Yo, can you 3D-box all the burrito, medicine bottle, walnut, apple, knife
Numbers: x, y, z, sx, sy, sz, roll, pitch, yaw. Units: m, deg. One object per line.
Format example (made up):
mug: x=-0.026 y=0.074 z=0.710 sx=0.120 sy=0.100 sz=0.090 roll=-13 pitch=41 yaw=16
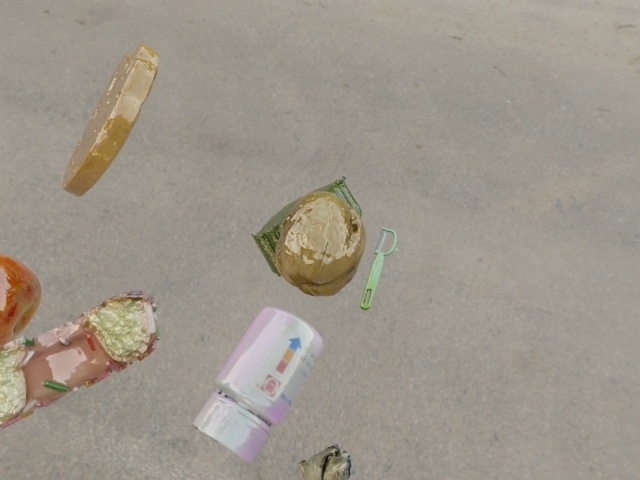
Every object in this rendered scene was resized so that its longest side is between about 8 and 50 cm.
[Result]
burrito: x=0.002 y=0.374 z=0.707 sx=0.042 sy=0.171 sz=0.051 roll=4 pitch=54 yaw=-23
medicine bottle: x=-0.113 y=0.264 z=0.814 sx=0.152 sy=0.152 sz=0.254 roll=26 pitch=63 yaw=14
walnut: x=0.000 y=0.000 z=0.735 sx=0.155 sy=0.155 sz=0.184 roll=14 pitch=56 yaw=7
apple: x=-0.524 y=0.092 z=0.667 sx=0.139 sy=0.163 sz=0.163 roll=29 pitch=57 yaw=-15
knife: x=0.137 y=0.065 z=0.989 sx=0.054 sy=0.015 sz=0.212 roll=15 pitch=64 yaw=14

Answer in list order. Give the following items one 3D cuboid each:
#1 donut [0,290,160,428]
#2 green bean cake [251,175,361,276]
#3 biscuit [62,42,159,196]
donut: x=-0.217 y=0.101 z=0.386 sx=0.166 sy=0.117 sz=0.065 roll=-24 pitch=87 yaw=-11
green bean cake: x=-0.027 y=-0.036 z=1.196 sx=0.247 sy=0.156 sz=0.250 roll=-22 pitch=15 yaw=31
biscuit: x=-0.429 y=-0.254 z=0.898 sx=0.312 sy=0.057 sz=0.351 roll=-8 pitch=62 yaw=47
